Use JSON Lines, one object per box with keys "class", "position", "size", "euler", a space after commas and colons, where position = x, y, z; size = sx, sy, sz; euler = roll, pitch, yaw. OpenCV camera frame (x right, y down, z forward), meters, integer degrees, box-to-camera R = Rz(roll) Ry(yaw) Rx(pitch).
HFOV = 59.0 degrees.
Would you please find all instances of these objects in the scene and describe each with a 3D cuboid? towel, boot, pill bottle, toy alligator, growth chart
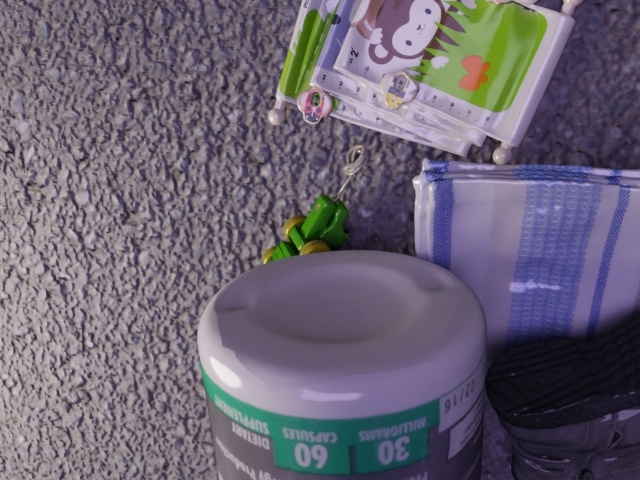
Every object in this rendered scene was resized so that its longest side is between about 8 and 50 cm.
{"class": "towel", "position": [0.215, 0.039, 0.456], "size": [0.285, 0.034, 0.209], "euler": [4, 119, 13]}
{"class": "boot", "position": [0.265, 0.137, 0.453], "size": [0.246, 0.083, 0.161], "euler": [-15, 130, 22]}
{"class": "pill bottle", "position": [0.025, 0.206, 0.459], "size": [0.204, 0.204, 0.361], "euler": [1, 112, 13]}
{"class": "toy alligator", "position": [0.000, 0.000, 0.521], "size": [0.051, 0.056, 0.189], "euler": [25, 110, -36]}
{"class": "growth chart", "position": [0.083, -0.161, 0.482], "size": [0.237, 0.021, 0.172], "euler": [14, 103, 10]}
